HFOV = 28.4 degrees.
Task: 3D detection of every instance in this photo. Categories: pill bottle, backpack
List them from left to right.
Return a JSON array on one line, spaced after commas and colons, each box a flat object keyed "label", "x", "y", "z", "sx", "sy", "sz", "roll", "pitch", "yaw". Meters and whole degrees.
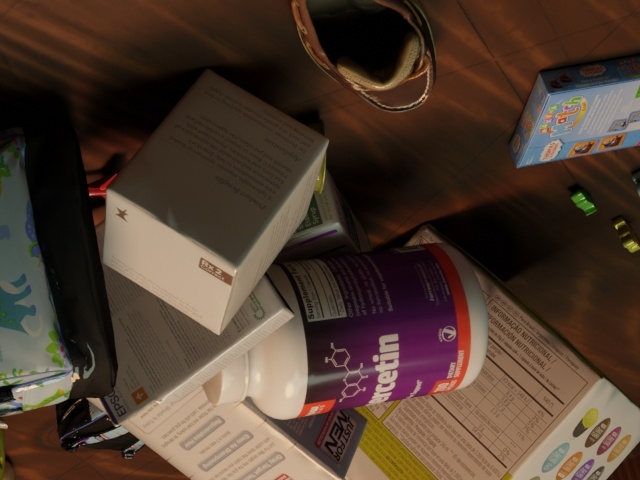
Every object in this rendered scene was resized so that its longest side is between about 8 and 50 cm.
[{"label": "backpack", "x": -0.387, "y": 0.045, "z": 1.179, "sx": 0.355, "sy": 0.290, "sz": 0.273, "roll": -9, "pitch": 180, "yaw": -6}, {"label": "backpack", "x": -0.280, "y": 0.232, "z": 1.836, "sx": 0.173, "sy": 0.117, "sz": 0.158, "roll": -31, "pitch": 151, "yaw": 27}, {"label": "pill bottle", "x": 0.022, "y": 0.108, "z": 1.486, "sx": 0.322, "sy": 0.182, "sz": 0.181, "roll": -8, "pitch": 152, "yaw": -19}]

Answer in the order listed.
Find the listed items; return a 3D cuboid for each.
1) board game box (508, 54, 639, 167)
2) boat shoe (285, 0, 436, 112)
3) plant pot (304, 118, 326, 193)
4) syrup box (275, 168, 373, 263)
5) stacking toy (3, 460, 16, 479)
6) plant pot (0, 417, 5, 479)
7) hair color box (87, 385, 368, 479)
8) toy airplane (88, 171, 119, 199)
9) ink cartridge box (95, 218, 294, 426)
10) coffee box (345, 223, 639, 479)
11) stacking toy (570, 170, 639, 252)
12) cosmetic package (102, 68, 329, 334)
[{"label": "board game box", "x": 0.348, "y": -0.160, "z": 1.535, "sx": 0.211, "sy": 0.039, "sz": 0.160, "roll": -12, "pitch": 153, "yaw": -13}, {"label": "boat shoe", "x": 0.041, "y": -0.189, "z": 1.197, "sx": 0.123, "sy": 0.123, "sz": 0.342, "roll": -21, "pitch": 154, "yaw": 9}, {"label": "plant pot", "x": -0.038, "y": -0.093, "z": 1.403, "sx": 0.079, "sy": 0.083, "sz": 0.083, "roll": 0, "pitch": 151, "yaw": -7}, {"label": "syrup box", "x": 0.000, "y": 0.000, "z": 1.577, "sx": 0.096, "sy": 0.093, "sz": 0.237, "roll": -20, "pitch": 154, "yaw": 7}, {"label": "stacking toy", "x": -0.657, "y": 0.441, "z": 2.030, "sx": 0.330, "sy": 0.141, "sz": 0.141, "roll": -6, "pitch": 153, "yaw": -6}, {"label": "plant pot", "x": -0.578, "y": 0.347, "z": 1.783, "sx": 0.227, "sy": 0.207, "sz": 0.228, "roll": -20, "pitch": 155, "yaw": 5}, {"label": "hair color box", "x": -0.147, "y": 0.189, "z": 1.598, "sx": 0.374, "sy": 0.114, "sz": 0.185, "roll": 40, "pitch": 131, "yaw": -10}, {"label": "toy airplane", "x": -0.272, "y": -0.055, "z": 1.380, "sx": 0.151, "sy": 0.028, "sz": 0.151, "roll": -13, "pitch": 155, "yaw": -6}, {"label": "ink cartridge box", "x": -0.175, "y": 0.059, "z": 1.387, "sx": 0.224, "sy": 0.223, "sz": 0.045, "roll": -35, "pitch": 156, "yaw": 3}, {"label": "coffee box", "x": 0.209, "y": 0.240, "z": 1.786, "sx": 0.334, "sy": 0.338, "sz": 0.337, "roll": -49, "pitch": 149, "yaw": 3}, {"label": "stacking toy", "x": 0.471, "y": -0.060, "z": 1.791, "sx": 0.167, "sy": 0.052, "sz": 0.221, "roll": -30, "pitch": 151, "yaw": 24}, {"label": "cosmetic package", "x": -0.108, "y": -0.038, "z": 1.282, "sx": 0.184, "sy": 0.151, "sz": 0.151, "roll": -54, "pitch": 172, "yaw": -30}]
